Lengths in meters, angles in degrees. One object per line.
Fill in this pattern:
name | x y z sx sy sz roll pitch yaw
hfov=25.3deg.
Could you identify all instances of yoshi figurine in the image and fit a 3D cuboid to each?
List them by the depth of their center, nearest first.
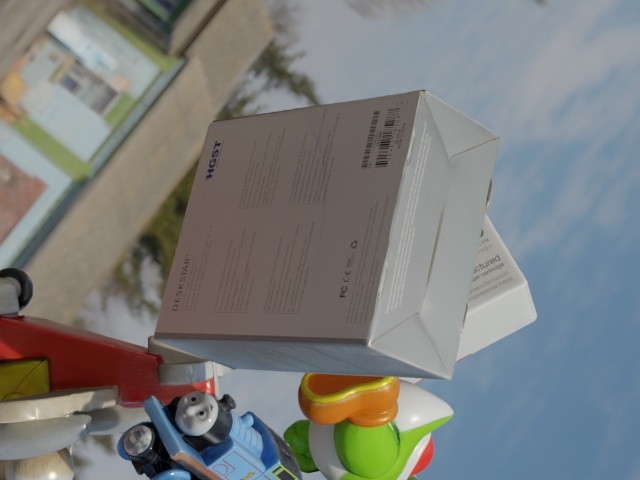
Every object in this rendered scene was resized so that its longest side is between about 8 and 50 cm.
yoshi figurine | 0.013 0.253 1.542 0.203 0.362 0.203 19 -134 34

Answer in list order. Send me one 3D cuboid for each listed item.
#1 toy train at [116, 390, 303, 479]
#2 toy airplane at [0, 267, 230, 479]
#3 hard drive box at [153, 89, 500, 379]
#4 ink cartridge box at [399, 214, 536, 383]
toy train | -0.092 0.184 1.200 0.105 0.184 0.080 -38 -128 1
toy airplane | -0.304 0.206 1.805 0.384 0.386 0.273 16 -91 55
hard drive box | 0.000 0.000 1.031 0.232 0.089 0.181 -1 -110 47
ink cartridge box | 0.106 0.012 1.718 0.197 0.273 0.114 -28 150 0
